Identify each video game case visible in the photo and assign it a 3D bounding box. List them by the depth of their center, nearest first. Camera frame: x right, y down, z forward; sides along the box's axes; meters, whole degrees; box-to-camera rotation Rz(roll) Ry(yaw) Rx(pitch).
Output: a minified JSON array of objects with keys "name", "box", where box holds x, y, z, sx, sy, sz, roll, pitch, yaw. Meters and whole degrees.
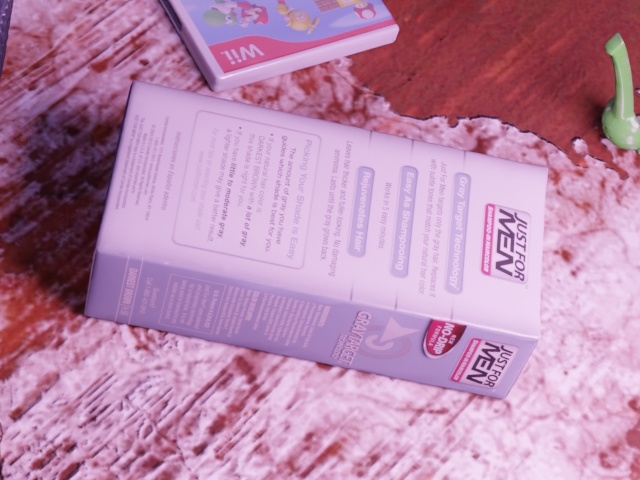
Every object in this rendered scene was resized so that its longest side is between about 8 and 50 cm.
[{"name":"video game case","box":[-0.076,-0.283,1.790,0.204,0.025,0.285,-18,63,-25]}]

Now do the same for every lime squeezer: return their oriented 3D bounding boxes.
[{"name":"lime squeezer","box":[0.337,-0.129,1.748,0.310,0.110,0.059,12,29,-44]}]

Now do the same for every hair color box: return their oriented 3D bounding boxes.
[{"name":"hair color box","box":[0.000,0.000,1.561,0.374,0.114,0.185,11,55,-5]}]

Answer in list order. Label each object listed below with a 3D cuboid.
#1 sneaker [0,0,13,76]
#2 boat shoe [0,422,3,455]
[{"name":"sneaker","box":[-0.353,-0.113,1.551,0.131,0.112,0.319,15,53,-3]},{"name":"boat shoe","box":[-0.375,0.135,1.399,0.257,0.095,0.095,12,40,-13]}]
